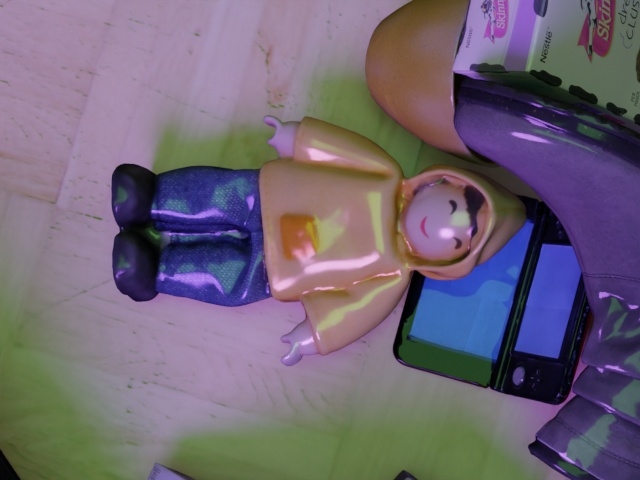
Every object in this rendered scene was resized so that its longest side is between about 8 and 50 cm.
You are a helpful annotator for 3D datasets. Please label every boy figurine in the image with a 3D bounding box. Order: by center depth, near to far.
[{"bbox_3d":[0.000,0.000,1.227,0.285,0.092,0.177,1,85,13],"label":"boy figurine"}]

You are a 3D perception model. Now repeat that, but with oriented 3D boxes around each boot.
[{"bbox_3d":[0.194,0.054,1.142,0.338,0.118,0.222,29,95,-11],"label":"boot"}]

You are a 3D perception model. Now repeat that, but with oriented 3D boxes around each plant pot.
[{"bbox_3d":[0.090,-0.124,1.241,0.095,0.134,0.134,10,84,35],"label":"plant pot"}]

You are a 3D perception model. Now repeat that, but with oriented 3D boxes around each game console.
[{"bbox_3d":[0.129,0.033,1.239,0.085,0.124,0.144,17,85,-23],"label":"game console"}]

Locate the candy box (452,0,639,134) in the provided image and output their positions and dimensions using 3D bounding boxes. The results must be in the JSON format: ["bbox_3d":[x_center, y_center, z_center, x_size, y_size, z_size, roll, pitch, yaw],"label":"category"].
[{"bbox_3d":[0.194,-0.166,1.202,0.070,0.196,0.164,8,83,48],"label":"candy box"}]

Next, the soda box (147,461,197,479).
[{"bbox_3d":[-0.051,0.216,1.160,0.074,0.216,0.069,28,84,-32],"label":"soda box"}]

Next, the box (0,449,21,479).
[{"bbox_3d":[-0.258,0.197,1.185,0.103,0.184,0.261,-35,84,1],"label":"box"}]

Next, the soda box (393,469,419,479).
[{"bbox_3d":[0.001,0.296,1.208,0.091,0.098,0.286,40,88,3],"label":"soda box"}]
